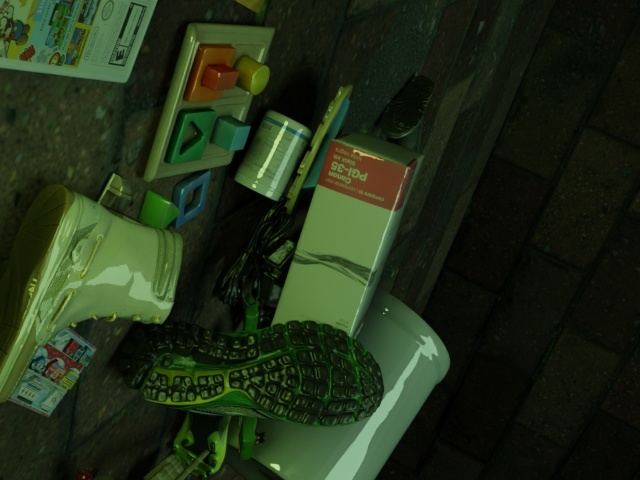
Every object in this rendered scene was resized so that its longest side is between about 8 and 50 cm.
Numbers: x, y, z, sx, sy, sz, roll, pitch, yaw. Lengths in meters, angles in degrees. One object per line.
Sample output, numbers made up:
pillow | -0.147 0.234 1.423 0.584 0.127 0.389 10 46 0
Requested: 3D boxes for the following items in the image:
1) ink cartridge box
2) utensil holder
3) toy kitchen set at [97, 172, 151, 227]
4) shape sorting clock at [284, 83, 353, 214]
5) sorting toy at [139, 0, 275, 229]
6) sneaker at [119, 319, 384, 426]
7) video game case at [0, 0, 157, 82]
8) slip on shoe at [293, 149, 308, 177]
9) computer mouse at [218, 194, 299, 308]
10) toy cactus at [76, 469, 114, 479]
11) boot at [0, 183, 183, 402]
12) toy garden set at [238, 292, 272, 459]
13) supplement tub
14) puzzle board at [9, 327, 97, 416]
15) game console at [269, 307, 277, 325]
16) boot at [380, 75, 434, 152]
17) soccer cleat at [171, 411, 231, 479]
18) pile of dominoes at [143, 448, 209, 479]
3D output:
ink cartridge box | 0.042 -0.002 1.240 0.207 0.117 0.283 -43 153 -75
utensil holder | 0.012 0.308 1.656 0.385 0.327 0.327 -53 162 -22
toy kitchen set | -0.193 -0.021 0.896 0.068 0.075 0.083 -63 169 -1
shape sorting clock | -0.003 -0.130 1.237 0.206 0.040 0.206 22 90 -90
sorting toy | -0.113 -0.156 0.980 0.196 0.047 0.347 -29 144 -63
sneaker | -0.085 0.175 1.155 0.146 0.343 0.134 98 0 -72
video game case | -0.179 -0.239 0.677 0.227 0.026 0.206 -65 164 14
slip on shoe | -0.018 -0.111 1.365 0.051 0.041 0.135 -59 164 -11
computer mouse | -0.041 0.048 1.399 0.272 0.072 0.188 30 91 -43
toy cactus | -0.327 0.378 1.146 0.180 0.112 0.219 -74 -178 -68
boot | -0.230 0.068 0.829 0.165 0.077 0.213 24 90 -49
toy garden set | -0.107 0.240 1.427 0.204 0.049 0.244 105 -14 -60
supplement tub | -0.064 -0.115 1.162 0.107 0.071 0.071 -63 164 4
puzzle board | -0.298 0.145 0.961 0.096 0.011 0.128 -58 163 -16
game console | 0.000 0.000 1.552 0.361 0.044 0.213 -63 176 20
boot | 0.165 -0.210 1.754 0.189 0.076 0.208 -49 166 -34
soccer cleat | -0.178 0.288 1.434 0.121 0.093 0.289 -55 164 -49
pile of dominoes | -0.277 0.391 1.297 0.196 0.040 0.251 -41 176 7
